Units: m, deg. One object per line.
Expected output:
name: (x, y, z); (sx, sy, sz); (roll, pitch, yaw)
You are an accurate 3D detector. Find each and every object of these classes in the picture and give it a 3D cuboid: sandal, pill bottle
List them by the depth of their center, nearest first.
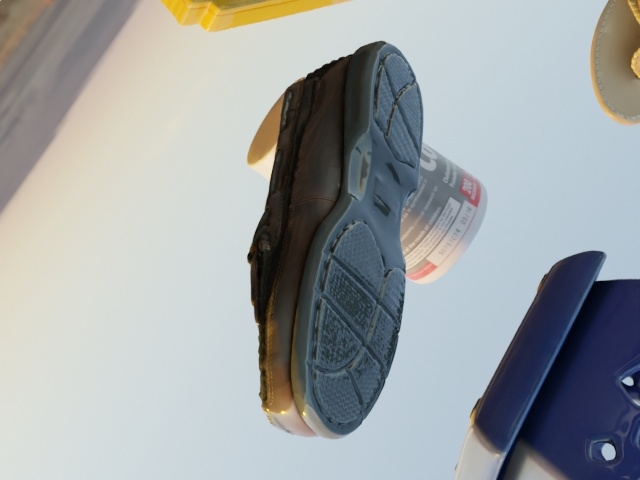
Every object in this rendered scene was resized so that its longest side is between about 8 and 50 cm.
sandal: (0.312, -0.222, 1.240); (0.079, 0.088, 0.240); (142, -28, -84)
pill bottle: (0.059, -0.080, 1.796); (0.161, 0.283, 0.161); (-49, -160, 24)

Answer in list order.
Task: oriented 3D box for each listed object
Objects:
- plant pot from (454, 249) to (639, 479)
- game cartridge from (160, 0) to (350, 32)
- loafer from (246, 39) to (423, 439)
plant pot: (0.246, 0.157, 1.173); (0.236, 0.212, 0.236); (-58, 165, -23)
game cartridge: (-0.122, -0.371, 1.520); (0.285, 0.323, 0.052); (-22, 156, -43)
loafer: (0.000, 0.000, 0.810); (0.084, 0.096, 0.267); (-10, -133, 29)
